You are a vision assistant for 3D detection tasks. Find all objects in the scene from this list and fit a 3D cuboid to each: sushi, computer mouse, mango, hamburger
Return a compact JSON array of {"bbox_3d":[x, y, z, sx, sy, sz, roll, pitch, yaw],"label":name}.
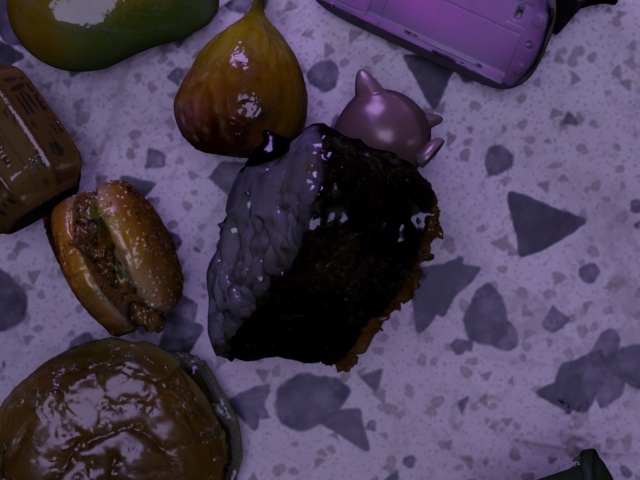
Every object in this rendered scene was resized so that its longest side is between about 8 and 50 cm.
[{"bbox_3d":[0.000,0.000,1.811,0.207,0.348,0.234,12,59,-20],"label":"sushi"},{"bbox_3d":[0.130,-0.294,1.899,0.310,0.072,0.158,26,115,12],"label":"computer mouse"},{"bbox_3d":[-0.251,-0.290,1.925,0.251,0.114,0.156,-12,82,4],"label":"mango"},{"bbox_3d":[-0.244,0.249,1.901,0.285,0.134,0.265,-28,92,2],"label":"hamburger"},{"bbox_3d":[-0.232,0.024,1.889,0.118,0.182,0.191,-24,89,11],"label":"hamburger"}]

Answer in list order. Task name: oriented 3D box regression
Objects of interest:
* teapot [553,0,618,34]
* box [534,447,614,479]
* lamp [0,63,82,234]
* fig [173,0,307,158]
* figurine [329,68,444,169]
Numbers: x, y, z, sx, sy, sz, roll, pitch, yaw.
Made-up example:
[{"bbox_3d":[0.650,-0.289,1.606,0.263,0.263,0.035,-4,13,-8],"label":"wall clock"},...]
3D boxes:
[{"bbox_3d":[0.278,-0.331,1.912,0.177,0.087,0.096,41,67,2],"label":"teapot"},{"bbox_3d":[0.287,0.428,1.778,0.177,0.253,0.329,-19,125,15],"label":"box"},{"bbox_3d":[-0.382,-0.109,1.910,0.161,0.161,0.185,-33,88,3],"label":"lamp"},{"bbox_3d":[-0.081,-0.218,1.916,0.159,0.159,0.257,7,69,4],"label":"fig"},{"bbox_3d":[0.074,-0.124,1.906,0.138,0.125,0.125,42,92,16],"label":"figurine"}]
